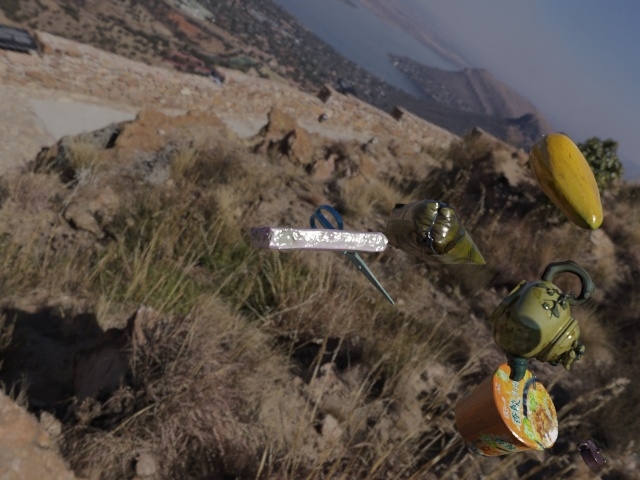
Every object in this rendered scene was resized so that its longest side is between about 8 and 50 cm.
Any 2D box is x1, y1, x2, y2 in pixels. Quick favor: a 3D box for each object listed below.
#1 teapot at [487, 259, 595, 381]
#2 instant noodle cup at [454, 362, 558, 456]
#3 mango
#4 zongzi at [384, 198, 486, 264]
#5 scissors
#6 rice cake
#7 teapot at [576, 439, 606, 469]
[{"bbox_3d":[0.461,0.170,1.103,0.182,0.269,0.173,42,8,22],"label":"teapot"},{"bbox_3d":[0.487,0.471,1.452,0.230,0.182,0.230,21,46,-23],"label":"instant noodle cup"},{"bbox_3d":[0.640,-0.159,1.402,0.177,0.119,0.316,11,51,-42],"label":"mango"},{"bbox_3d":[0.328,0.002,1.321,0.300,0.138,0.286,25,-4,-8],"label":"zongzi"},{"bbox_3d":[0.122,0.062,1.973,0.029,0.192,0.447,-38,85,-31],"label":"scissors"},{"bbox_3d":[-0.001,0.000,1.201,0.298,0.050,0.106,3,-2,-25],"label":"rice cake"},{"bbox_3d":[0.684,0.535,1.360,0.100,0.045,0.067,42,26,-19],"label":"teapot"}]
